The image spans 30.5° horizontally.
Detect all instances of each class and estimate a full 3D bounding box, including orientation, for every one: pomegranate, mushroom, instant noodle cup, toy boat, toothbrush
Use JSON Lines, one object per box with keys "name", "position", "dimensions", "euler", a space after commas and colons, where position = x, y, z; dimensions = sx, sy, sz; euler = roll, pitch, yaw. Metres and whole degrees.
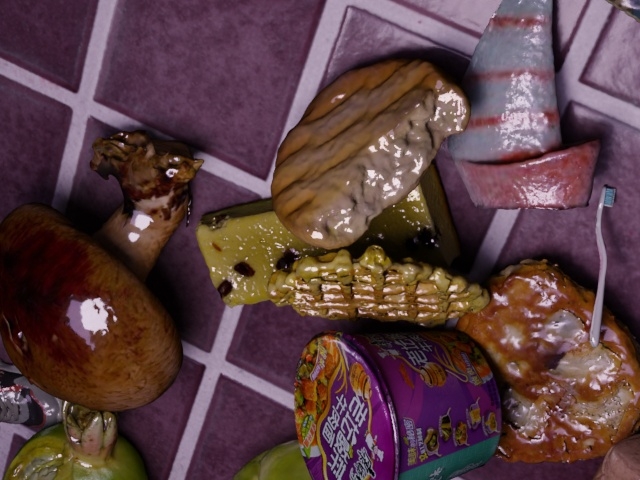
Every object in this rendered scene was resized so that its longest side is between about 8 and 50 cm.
{"name": "pomegranate", "position": [-0.369, 0.360, 1.826], "dimensions": [0.235, 0.236, 0.302], "euler": [24, 117, 10]}
{"name": "mushroom", "position": [-0.316, 0.051, 1.689], "dimensions": [0.331, 0.356, 0.334], "euler": [10, 145, 28]}
{"name": "instant noodle cup", "position": [0.106, 0.227, 1.546], "dimensions": [0.251, 0.190, 0.251], "euler": [19, 113, 56]}
{"name": "toy boat", "position": [0.242, -0.181, 1.439], "dimensions": [0.206, 0.096, 0.282], "euler": [4, 108, 37]}
{"name": "toothbrush", "position": [0.350, 0.032, 1.472], "dimensions": [0.022, 0.017, 0.204], "euler": [6, 85, 8]}

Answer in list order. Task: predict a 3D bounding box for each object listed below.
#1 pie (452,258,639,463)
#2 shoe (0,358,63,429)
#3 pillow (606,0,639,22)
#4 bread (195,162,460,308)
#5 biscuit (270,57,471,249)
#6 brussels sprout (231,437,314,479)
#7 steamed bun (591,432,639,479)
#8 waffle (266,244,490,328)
{"name": "pie", "position": [0.303, 0.176, 1.563], "dimensions": [0.308, 0.085, 0.308], "euler": [7, 113, 18]}
{"name": "shoe", "position": [-0.528, 0.258, 1.900], "dimensions": [0.227, 0.125, 0.099], "euler": [17, 115, 15]}
{"name": "pillow", "position": [0.329, -0.381, 1.344], "dimensions": [0.255, 0.034, 0.189], "euler": [33, 118, 7]}
{"name": "bread", "position": [0.001, 0.000, 1.608], "dimensions": [0.361, 0.077, 0.138], "euler": [-12, 107, 25]}
{"name": "biscuit", "position": [0.053, -0.118, 1.466], "dimensions": [0.274, 0.213, 0.091], "euler": [-45, 127, 5]}
{"name": "brussels sprout", "position": [0.011, 0.418, 1.687], "dimensions": [0.316, 0.242, 0.274], "euler": [37, 102, 17]}
{"name": "steamed bun", "position": [0.458, 0.361, 1.518], "dimensions": [0.301, 0.199, 0.252], "euler": [12, 107, -22]}
{"name": "waffle", "position": [0.069, 0.066, 1.507], "dimensions": [0.291, 0.291, 0.051], "euler": [-3, 73, 22]}
